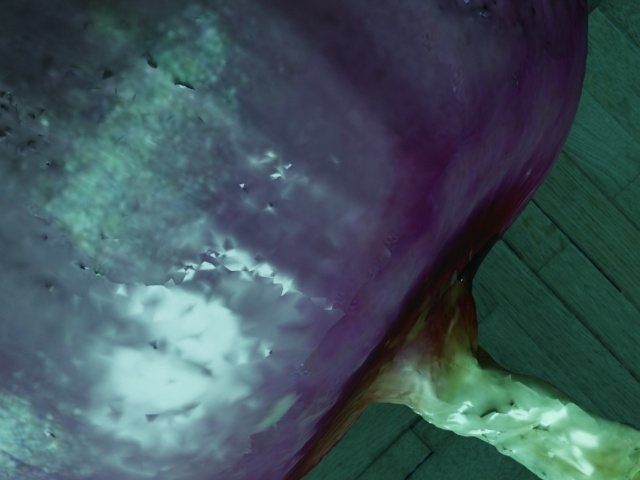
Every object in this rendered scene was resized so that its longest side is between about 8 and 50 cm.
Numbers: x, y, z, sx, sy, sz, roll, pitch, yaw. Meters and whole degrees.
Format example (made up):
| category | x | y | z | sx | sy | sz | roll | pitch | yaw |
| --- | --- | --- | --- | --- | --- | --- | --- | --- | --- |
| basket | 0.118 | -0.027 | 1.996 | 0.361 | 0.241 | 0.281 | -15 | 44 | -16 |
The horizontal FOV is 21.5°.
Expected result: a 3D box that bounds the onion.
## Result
| category | x | y | z | sx | sy | sz | roll | pitch | yaw |
| --- | --- | --- | --- | --- | --- | --- | --- | --- | --- |
| onion | -0.030 | -0.026 | 0.655 | 0.358 | 0.345 | 0.358 | -37 | 138 | -43 |
